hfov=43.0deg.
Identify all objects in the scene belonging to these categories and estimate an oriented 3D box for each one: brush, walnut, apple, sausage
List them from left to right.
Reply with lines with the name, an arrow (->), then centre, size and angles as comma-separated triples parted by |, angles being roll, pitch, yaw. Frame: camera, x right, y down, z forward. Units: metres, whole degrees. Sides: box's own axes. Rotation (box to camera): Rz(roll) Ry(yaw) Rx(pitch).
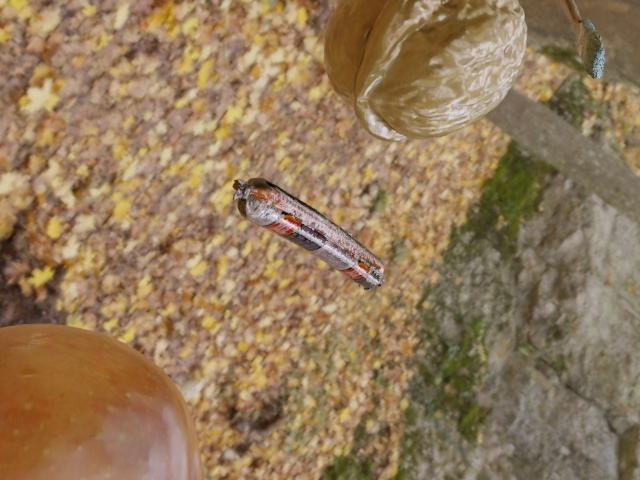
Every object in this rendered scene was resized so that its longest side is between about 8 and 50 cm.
apple -> -0.170, 0.189, 0.528 | 0.207, 0.271, 0.251 | -11, 172, 3
sausage -> 0.000, 0.000, 0.494 | 0.028, 0.025, 0.198 | -45, 150, 8
walnut -> 0.123, -0.231, 0.993 | 0.257, 0.224, 0.257 | -42, 153, -27
brush -> 0.399, -0.330, 1.250 | 0.070, 0.021, 0.196 | 75, 7, -51
